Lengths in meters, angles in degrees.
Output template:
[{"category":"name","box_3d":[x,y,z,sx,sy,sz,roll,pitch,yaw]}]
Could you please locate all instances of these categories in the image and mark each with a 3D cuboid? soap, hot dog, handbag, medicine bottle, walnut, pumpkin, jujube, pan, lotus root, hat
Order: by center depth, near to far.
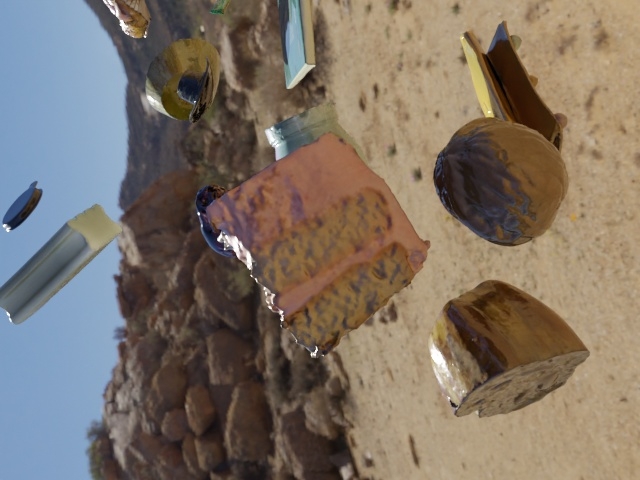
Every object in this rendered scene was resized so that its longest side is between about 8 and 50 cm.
[{"category":"walnut","box_3d":[0.303,-0.104,1.180,0.228,0.228,0.228,167,90,-85]},{"category":"hat","box_3d":[-0.218,-0.262,1.197,0.121,0.050,0.121,-163,90,-87]},{"category":"hot dog","box_3d":[-0.396,-0.474,1.390,0.131,0.069,0.252,47,176,-5]},{"category":"soap","box_3d":[-0.565,0.050,1.492,0.087,0.265,0.160,48,-164,-8]},{"category":"lotus root","box_3d":[0.367,0.248,1.505,0.250,0.316,0.316,57,164,34]},{"category":"handbag","box_3d":[0.453,-0.300,1.634,0.283,0.133,0.401,70,-174,-53]},{"category":"jujube","box_3d":[-0.232,-0.054,1.716,0.236,0.168,0.168,51,-160,-59]},{"category":"pumpkin","box_3d":[-0.327,-0.385,1.733,0.110,0.217,0.217,54,164,28]},{"category":"medicine bottle","box_3d":[0.002,-0.189,1.795,0.245,0.245,0.290,-164,52,-84]},{"category":"pan","box_3d":[-0.767,-0.106,1.795,0.028,0.136,0.235,45,-169,-30]}]

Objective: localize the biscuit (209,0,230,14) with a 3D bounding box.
[{"category":"biscuit","box_3d":[-0.283,-0.673,1.977,0.016,0.046,0.089,74,-151,-53]}]

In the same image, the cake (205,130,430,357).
[{"category":"cake","box_3d":[0.000,0.000,1.237,0.307,0.293,0.314,53,174,0]}]

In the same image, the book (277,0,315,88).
[{"category":"book","box_3d":[-0.057,-0.473,1.462,0.379,0.031,0.264,-142,47,-80]}]
